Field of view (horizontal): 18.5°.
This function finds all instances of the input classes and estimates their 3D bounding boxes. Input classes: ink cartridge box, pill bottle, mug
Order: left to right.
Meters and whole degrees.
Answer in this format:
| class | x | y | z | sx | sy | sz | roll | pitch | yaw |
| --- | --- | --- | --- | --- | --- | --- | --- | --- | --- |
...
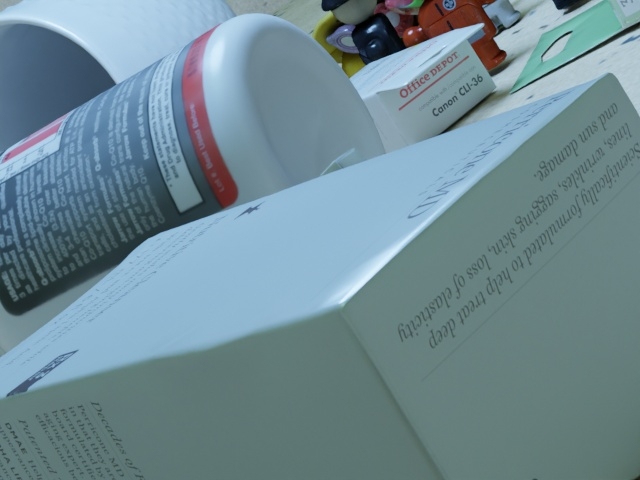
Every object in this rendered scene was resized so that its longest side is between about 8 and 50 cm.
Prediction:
| class | x | y | z | sx | sy | sz | roll | pitch | yaw |
| --- | --- | --- | --- | --- | --- | --- | --- | --- | --- |
| mug | -0.247 | -0.132 | 2.244 | 0.328 | 0.276 | 0.374 | -40 | -18 | -54 |
| pill bottle | -0.142 | -0.006 | 1.496 | 0.363 | 0.210 | 0.210 | -26 | 14 | 28 |
| ink cartridge box | 0.073 | -0.123 | 1.760 | 0.115 | 0.067 | 0.198 | -39 | 12 | -27 |
| ink cartridge box | 0.266 | -0.227 | 1.712 | 0.235 | 0.056 | 0.171 | -25 | 14 | 26 |

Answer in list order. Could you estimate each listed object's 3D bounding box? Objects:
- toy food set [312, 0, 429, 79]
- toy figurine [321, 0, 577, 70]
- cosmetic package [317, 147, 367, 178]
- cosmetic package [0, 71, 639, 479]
| class | x | y | z | sx | sy | sz | roll | pitch | yaw |
| --- | --- | --- | --- | --- | --- | --- | --- | --- | --- |
| toy food set | 0.086 | -0.223 | 2.078 | 0.128 | 0.071 | 0.218 | 8 | -34 | -45 |
| toy figurine | 0.129 | -0.247 | 1.902 | 0.209 | 0.148 | 0.213 | -38 | 11 | -24 |
| cosmetic package | 0.000 | 0.000 | 1.306 | 0.115 | 0.060 | 0.041 | -47 | -5 | 26 |
| cosmetic package | -0.008 | 0.071 | 0.975 | 0.385 | 0.156 | 0.217 | -21 | 15 | 49 |
